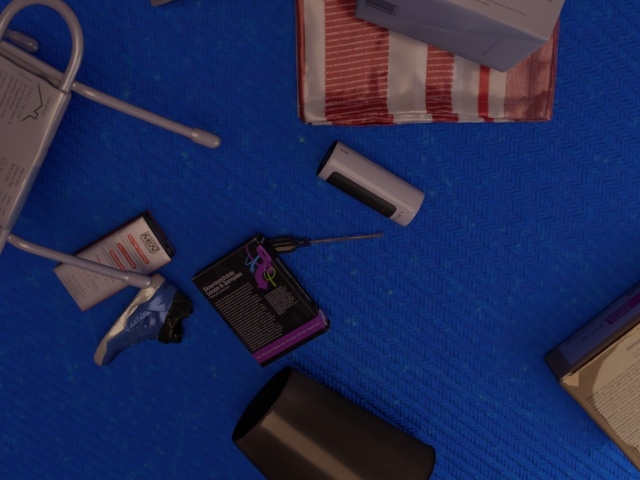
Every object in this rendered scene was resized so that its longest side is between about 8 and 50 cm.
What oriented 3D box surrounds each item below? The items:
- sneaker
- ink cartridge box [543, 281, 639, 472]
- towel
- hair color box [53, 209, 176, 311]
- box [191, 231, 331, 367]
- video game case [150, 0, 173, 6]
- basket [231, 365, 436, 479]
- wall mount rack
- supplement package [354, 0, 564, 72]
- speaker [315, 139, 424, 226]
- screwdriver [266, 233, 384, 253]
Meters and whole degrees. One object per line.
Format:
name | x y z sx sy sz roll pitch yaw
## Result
sneaker | -0.234 0.127 1.052 0.084 0.058 0.152 38 95 -2
ink cartridge box | 0.462 0.169 1.068 0.235 0.088 0.193 -40 101 10
towel | 0.133 -0.262 0.966 0.329 0.037 0.237 -1 105 -1
hair color box | -0.271 0.026 1.031 0.141 0.043 0.072 -29 104 7
box | -0.079 0.081 1.048 0.116 0.029 0.162 -31 106 21
video game case | -0.154 -0.393 0.878 0.193 0.023 0.212 -6 109 35
basket | 0.004 0.291 1.062 0.227 0.154 0.204 40 99 -8
wall mount rack | -0.312 -0.097 0.932 0.304 0.130 0.350 30 103 8
supplement package | 0.175 -0.349 0.829 0.198 0.199 0.262 21 93 -1
speaker | 0.065 -0.073 1.007 0.136 0.055 0.055 30 103 -10
screwdriver | 0.000 0.000 1.045 0.170 0.025 0.024 -7 105 -3
